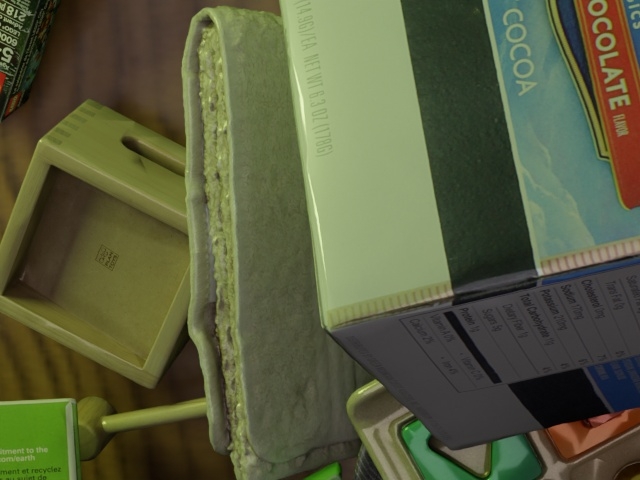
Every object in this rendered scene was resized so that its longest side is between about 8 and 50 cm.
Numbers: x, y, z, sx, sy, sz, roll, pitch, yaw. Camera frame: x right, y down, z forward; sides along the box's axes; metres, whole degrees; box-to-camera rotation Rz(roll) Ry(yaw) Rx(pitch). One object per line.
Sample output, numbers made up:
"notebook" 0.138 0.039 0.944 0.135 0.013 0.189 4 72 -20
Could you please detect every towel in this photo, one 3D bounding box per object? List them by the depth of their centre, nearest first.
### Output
"towel" 0.000 0.000 0.948 0.049 0.187 0.282 2 96 43

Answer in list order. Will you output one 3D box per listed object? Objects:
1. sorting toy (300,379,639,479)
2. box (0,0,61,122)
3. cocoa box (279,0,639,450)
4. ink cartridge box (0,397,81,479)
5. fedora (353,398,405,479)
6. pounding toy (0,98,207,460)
"sorting toy" 0.137 0.132 0.875 0.348 0.047 0.196 -29 95 3
"box" -0.276 -0.199 0.992 0.233 0.044 0.159 28 121 3
"cocoa box" 0.119 -0.102 0.788 0.228 0.231 0.347 -14 66 14
"ink cartridge box" -0.157 0.173 0.975 0.255 0.189 0.097 -3 65 -13
"fedora" 0.156 0.150 0.964 0.275 0.124 0.243 -15 96 2
"pounding toy" -0.118 0.043 1.009 0.181 0.094 0.206 27 118 2
